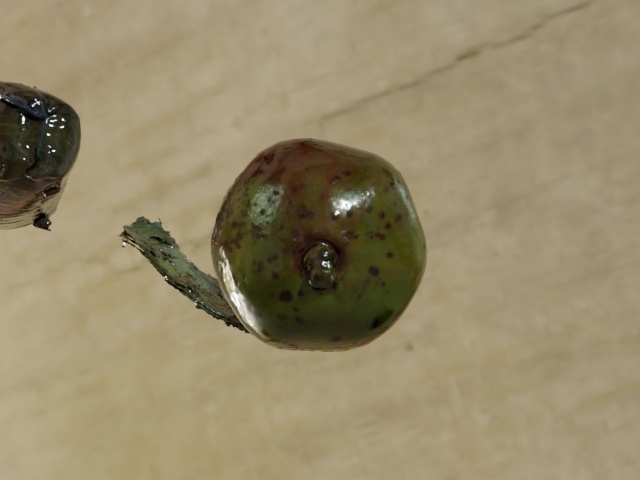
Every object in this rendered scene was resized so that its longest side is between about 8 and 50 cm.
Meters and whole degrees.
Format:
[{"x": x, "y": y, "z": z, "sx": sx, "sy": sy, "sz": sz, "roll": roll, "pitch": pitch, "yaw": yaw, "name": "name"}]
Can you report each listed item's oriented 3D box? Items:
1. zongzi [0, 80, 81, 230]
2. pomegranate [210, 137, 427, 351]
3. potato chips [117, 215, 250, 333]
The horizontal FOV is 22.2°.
[{"x": -0.581, "y": -0.156, "z": 2.445, "sx": 0.432, "sy": 0.208, "sz": 0.403, "roll": 14, "pitch": -11, "yaw": -13, "name": "zongzi"}, {"x": 0.013, "y": -0.003, "z": 1.481, "sx": 0.198, "sy": 0.198, "sz": 0.246, "roll": -22, "pitch": 2, "yaw": 38, "name": "pomegranate"}, {"x": -0.137, "y": 0.043, "z": 1.877, "sx": 0.029, "sy": 0.220, "sz": 0.202, "roll": -56, "pitch": -3, "yaw": 12, "name": "potato chips"}]
